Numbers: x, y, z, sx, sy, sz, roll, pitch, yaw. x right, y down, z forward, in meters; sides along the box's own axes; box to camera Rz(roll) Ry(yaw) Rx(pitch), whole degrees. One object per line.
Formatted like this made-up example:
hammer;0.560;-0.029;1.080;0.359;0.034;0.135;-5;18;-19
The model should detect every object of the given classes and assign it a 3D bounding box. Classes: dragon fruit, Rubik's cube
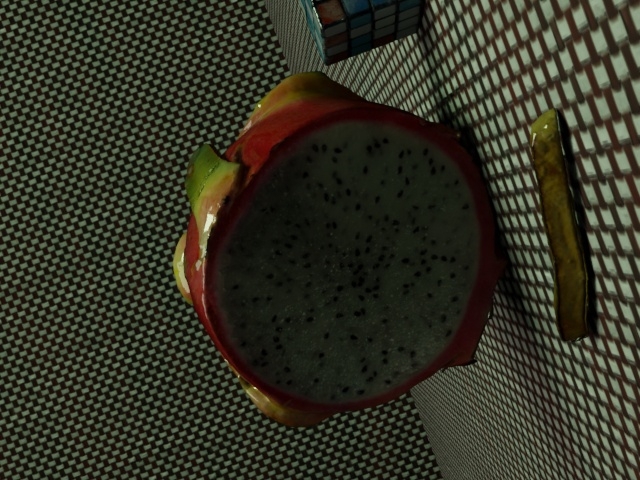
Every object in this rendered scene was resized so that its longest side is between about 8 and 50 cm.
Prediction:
dragon fruit;0.000;0.000;1.032;0.226;0.305;0.305;40;152;65
Rubik's cube;0.029;-0.220;0.961;0.092;0.092;0.092;80;169;-78

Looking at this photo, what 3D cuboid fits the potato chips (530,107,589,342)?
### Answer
potato chips;0.160;0.002;0.735;0.037;0.026;0.204;-93;-12;-48
